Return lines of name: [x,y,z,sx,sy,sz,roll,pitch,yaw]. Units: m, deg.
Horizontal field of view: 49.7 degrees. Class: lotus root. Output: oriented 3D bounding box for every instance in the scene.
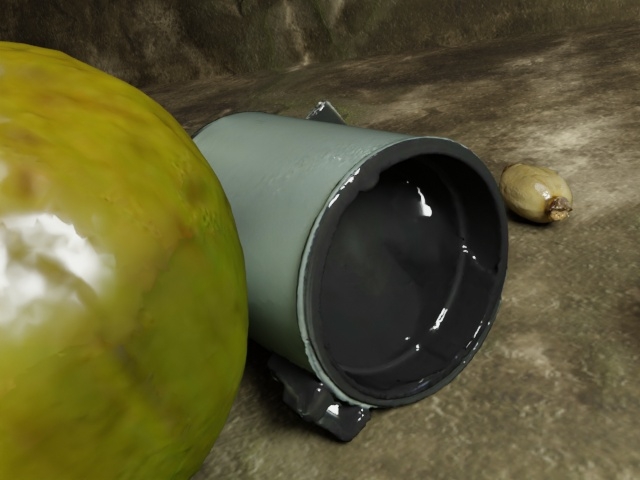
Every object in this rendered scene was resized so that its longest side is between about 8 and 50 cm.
lotus root: [0.261,-0.056,0.835,0.073,0.062,0.150,8,21,-13]

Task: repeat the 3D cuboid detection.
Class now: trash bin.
trash bin: [0.000,0.000,0.627,0.262,0.217,0.277,19,71,51]

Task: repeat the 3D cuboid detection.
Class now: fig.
fig: [-0.198,0.060,0.440,0.343,0.343,0.343,-10,23,4]
